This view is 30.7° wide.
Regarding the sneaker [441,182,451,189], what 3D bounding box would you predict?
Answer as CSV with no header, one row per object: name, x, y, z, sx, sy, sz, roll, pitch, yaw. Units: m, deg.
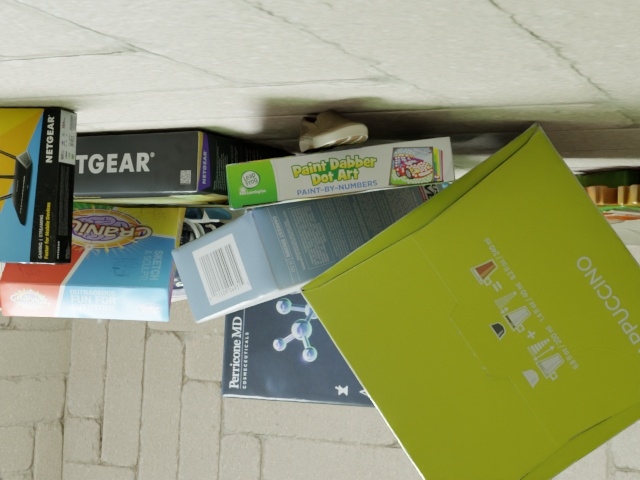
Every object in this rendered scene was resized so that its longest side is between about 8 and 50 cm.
sneaker,0.148,-0.071,1.924,0.162,0.063,0.073,0,173,27

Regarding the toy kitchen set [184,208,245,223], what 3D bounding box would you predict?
toy kitchen set,-0.242,-0.019,2.049,0.207,0.122,0.166,2,150,15

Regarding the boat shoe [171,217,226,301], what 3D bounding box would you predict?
boat shoe,-0.183,0.020,1.917,0.340,0.127,0.158,-14,154,13

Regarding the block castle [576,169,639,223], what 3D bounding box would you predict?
block castle,0.451,0.051,1.726,0.213,0.303,0.453,5,175,-29

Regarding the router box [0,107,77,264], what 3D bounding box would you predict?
router box,-0.354,-0.063,1.352,0.133,0.179,0.046,1,179,15

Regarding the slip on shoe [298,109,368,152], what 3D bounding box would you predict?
slip on shoe,0.011,-0.121,1.259,0.051,0.041,0.135,-7,-179,-17

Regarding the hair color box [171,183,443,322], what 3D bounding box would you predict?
hair color box,0.000,0.000,1.636,0.374,0.113,0.185,-16,175,-44

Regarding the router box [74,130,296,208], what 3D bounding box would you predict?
router box,-0.224,-0.092,1.608,0.309,0.081,0.243,0,177,30

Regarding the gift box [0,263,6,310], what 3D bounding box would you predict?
gift box,-0.488,0.009,2.193,0.276,0.255,0.258,-5,173,19

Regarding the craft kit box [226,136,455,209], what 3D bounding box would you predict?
craft kit box,0.021,-0.078,1.365,0.246,0.061,0.250,-5,-177,-1

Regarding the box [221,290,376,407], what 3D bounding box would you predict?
box,0.036,0.153,2.164,0.395,0.293,0.212,1,176,13

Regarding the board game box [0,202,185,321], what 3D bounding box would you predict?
board game box,-0.335,-0.005,1.775,0.242,0.064,0.316,2,-144,-3

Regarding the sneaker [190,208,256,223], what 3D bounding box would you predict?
sneaker,-0.129,-0.053,2.190,0.169,0.108,0.292,-3,-177,37

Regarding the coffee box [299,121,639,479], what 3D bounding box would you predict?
coffee box,0.227,0.107,1.431,0.338,0.337,0.334,-35,171,6
